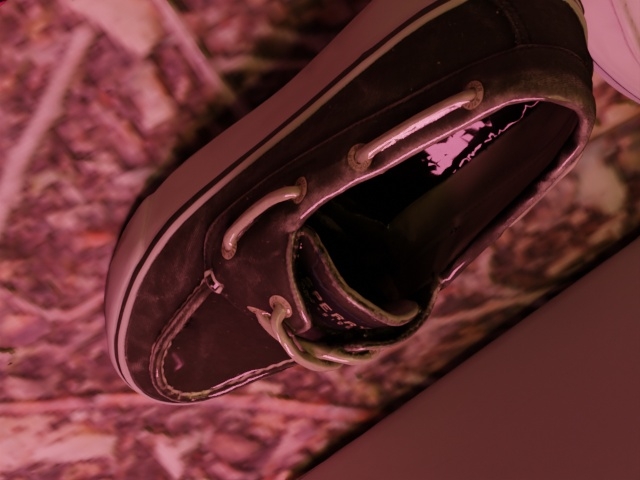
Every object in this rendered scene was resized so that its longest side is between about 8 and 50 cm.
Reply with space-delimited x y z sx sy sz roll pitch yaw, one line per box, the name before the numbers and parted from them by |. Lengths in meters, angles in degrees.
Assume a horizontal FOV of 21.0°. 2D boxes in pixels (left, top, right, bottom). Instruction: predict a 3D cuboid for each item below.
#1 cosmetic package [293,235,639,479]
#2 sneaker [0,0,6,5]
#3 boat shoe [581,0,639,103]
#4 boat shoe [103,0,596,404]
cosmetic package | 0.194 0.092 0.610 0.385 0.217 0.156 -37 133 17
sneaker | -0.071 -0.084 0.451 0.170 0.063 0.075 -40 126 10
boat shoe | 0.095 -0.104 0.486 0.083 0.076 0.226 -27 135 5
boat shoe | 0.000 0.000 0.534 0.078 0.070 0.219 19 134 -29
